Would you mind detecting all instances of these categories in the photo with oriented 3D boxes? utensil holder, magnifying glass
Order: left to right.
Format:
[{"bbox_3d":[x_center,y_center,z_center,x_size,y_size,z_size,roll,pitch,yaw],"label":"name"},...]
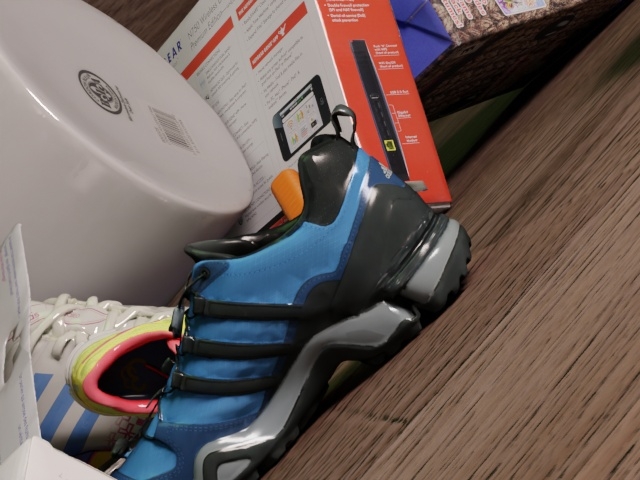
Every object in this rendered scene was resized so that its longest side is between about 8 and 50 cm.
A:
[{"bbox_3d":[-0.296,0.001,1.415,0.385,0.327,0.327,-48,2,19],"label":"utensil holder"},{"bbox_3d":[0.000,0.000,1.274,0.092,0.026,0.231,-48,31,10],"label":"magnifying glass"}]

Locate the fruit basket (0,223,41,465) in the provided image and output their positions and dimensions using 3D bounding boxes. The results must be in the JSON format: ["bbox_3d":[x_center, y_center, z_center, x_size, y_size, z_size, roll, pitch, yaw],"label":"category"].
[{"bbox_3d":[-0.275,0.202,1.085,0.353,0.165,0.327,-51,27,14],"label":"fruit basket"}]

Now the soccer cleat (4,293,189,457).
[{"bbox_3d":[-0.165,0.095,1.206,0.331,0.143,0.116,-20,22,23],"label":"soccer cleat"}]

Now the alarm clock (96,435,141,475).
[{"bbox_3d":[-0.131,0.178,1.100,0.192,0.064,0.129,-41,0,17],"label":"alarm clock"}]

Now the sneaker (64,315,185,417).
[{"bbox_3d":[-0.072,0.083,1.082,0.208,0.081,0.094,-16,2,-5],"label":"sneaker"}]

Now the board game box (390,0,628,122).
[{"bbox_3d":[0.138,-0.228,1.557,0.291,0.141,0.232,-23,-11,-37],"label":"board game box"}]

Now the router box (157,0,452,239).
[{"bbox_3d":[-0.037,-0.103,1.477,0.082,0.301,0.335,-5,-19,-32],"label":"router box"}]

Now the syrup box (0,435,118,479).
[{"bbox_3d":[-0.180,0.212,0.804,0.237,0.093,0.096,-42,29,31],"label":"syrup box"}]

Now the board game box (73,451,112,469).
[{"bbox_3d":[-0.187,0.197,1.425,0.347,0.078,0.233,-47,4,-37],"label":"board game box"}]

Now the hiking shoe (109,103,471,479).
[{"bbox_3d":[-0.050,0.063,0.980,0.304,0.132,0.113,-44,3,8],"label":"hiking shoe"}]
